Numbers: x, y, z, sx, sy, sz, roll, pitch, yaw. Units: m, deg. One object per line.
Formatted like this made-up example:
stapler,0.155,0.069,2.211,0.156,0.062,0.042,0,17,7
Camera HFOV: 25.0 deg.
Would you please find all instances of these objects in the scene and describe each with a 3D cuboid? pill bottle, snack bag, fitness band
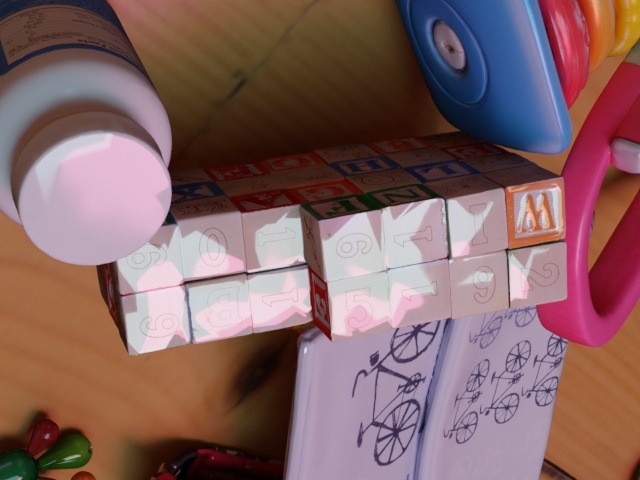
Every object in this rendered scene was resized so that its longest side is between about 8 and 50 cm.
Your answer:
pill bottle,-0.165,-0.079,0.924,0.124,0.221,0.124,-10,125,-15
snack bag,0.093,0.153,1.214,0.342,0.037,0.323,-20,130,-38
fitness band,0.248,-0.049,1.110,0.291,0.054,0.209,-51,149,-34

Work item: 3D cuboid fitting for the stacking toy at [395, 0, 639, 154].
stacking toy,0.211,-0.207,1.048,0.301,0.175,0.166,-30,118,-17

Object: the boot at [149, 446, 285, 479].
boot,-0.172,0.318,1.233,0.377,0.138,0.284,10,119,-31

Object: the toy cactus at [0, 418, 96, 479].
toy cactus,-0.268,0.217,1.126,0.180,0.219,0.112,28,149,3

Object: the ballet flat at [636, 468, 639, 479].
ballet flat,0.475,0.294,1.486,0.348,0.123,0.123,15,115,-29

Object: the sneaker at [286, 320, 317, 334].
sneaker,-0.025,0.040,1.151,0.094,0.081,0.208,-37,116,4

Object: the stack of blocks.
stack of blocks,0.000,0.000,1.001,0.297,0.171,0.087,-9,108,-14
